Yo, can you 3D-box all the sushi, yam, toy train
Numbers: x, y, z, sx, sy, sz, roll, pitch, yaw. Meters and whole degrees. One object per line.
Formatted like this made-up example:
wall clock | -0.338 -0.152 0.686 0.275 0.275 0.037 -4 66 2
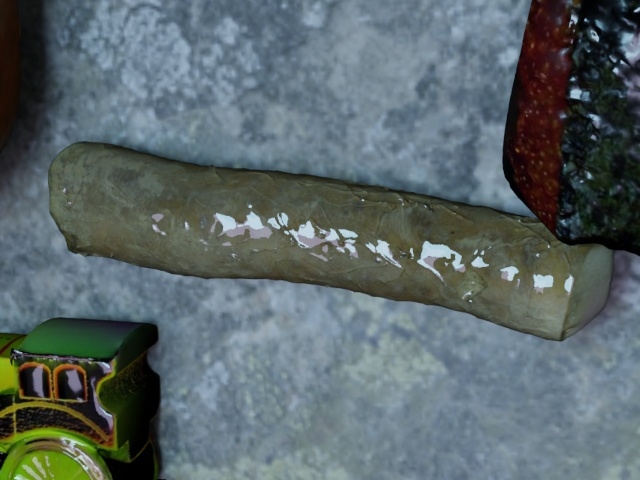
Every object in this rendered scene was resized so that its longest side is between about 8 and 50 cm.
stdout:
sushi | 0.181 -0.101 0.697 0.126 0.136 0.225 22 114 24
yam | 0.000 0.000 0.822 0.357 0.081 0.081 11 106 20
toy train | -0.248 0.124 0.923 0.296 0.100 0.160 1 101 13

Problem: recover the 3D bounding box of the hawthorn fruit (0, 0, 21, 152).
hawthorn fruit | -0.320 -0.096 0.833 0.284 0.284 0.284 5 104 20
